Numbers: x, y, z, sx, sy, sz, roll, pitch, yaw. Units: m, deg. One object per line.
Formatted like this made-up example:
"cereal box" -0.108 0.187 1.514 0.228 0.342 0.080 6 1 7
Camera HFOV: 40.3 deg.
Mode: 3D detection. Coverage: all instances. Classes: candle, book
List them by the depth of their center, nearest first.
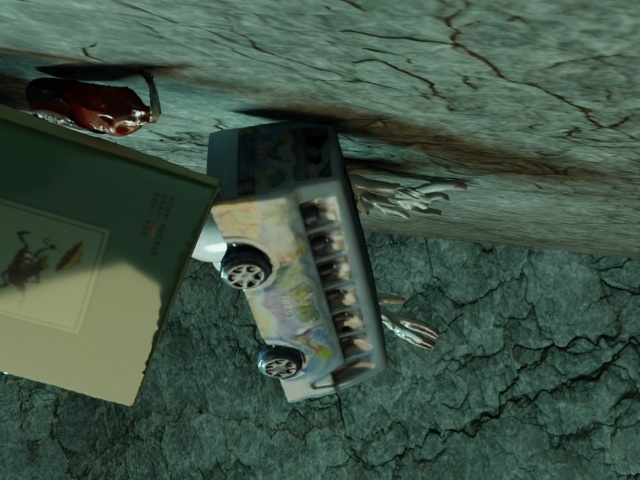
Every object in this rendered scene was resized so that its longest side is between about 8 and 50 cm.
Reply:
"candle" -0.169 -0.107 0.673 0.162 0.048 0.053 15 158 42
"book" -0.299 -0.002 0.717 0.379 0.264 0.031 19 -148 -14

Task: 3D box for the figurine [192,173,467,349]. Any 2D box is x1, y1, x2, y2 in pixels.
"figurine" 0.000 -0.014 1.092 0.284 0.206 0.316 15 -179 -32

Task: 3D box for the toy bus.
"toy bus" -0.018 0.032 0.867 0.136 0.109 0.329 -11 138 5
